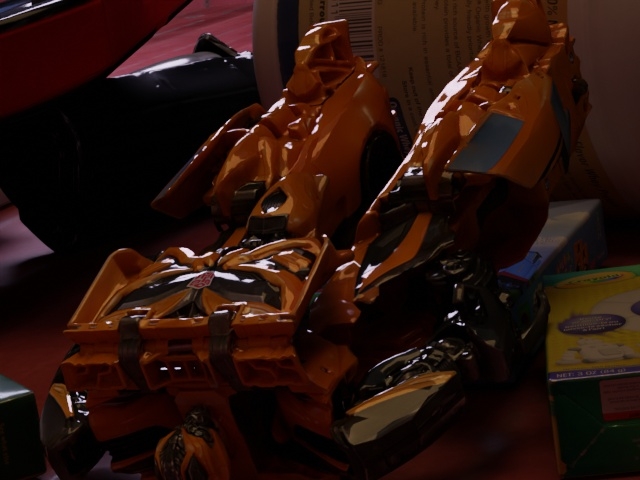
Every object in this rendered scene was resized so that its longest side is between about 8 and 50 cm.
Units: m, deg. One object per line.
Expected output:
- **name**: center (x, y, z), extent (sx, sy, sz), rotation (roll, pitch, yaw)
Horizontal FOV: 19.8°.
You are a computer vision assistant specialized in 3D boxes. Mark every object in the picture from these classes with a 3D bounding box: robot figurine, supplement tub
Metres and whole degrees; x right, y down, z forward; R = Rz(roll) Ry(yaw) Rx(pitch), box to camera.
- **robot figurine**: center (0.000, 0.000, 0.763), extent (0.211, 0.085, 0.291), rotation (-5, 30, 30)
- **supplement tub**: center (0.144, -0.124, 1.069), extent (0.316, 0.228, 0.228), rotation (1, 15, 37)

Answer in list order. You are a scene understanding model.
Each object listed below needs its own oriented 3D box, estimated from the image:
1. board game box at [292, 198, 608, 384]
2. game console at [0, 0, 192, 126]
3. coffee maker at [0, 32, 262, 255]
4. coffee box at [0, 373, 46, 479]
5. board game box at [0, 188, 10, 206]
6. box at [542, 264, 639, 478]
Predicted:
- **board game box**: center (0.041, 0.024, 0.895), extent (0.160, 0.039, 0.211), rotation (-4, 12, 21)
- **game console**: center (-0.276, -0.103, 1.139), extent (0.386, 0.060, 0.342), rotation (-15, 17, 14)
- **coffee maker**: center (-0.111, -0.065, 1.231), extent (0.178, 0.120, 0.171), rotation (-17, 16, -35)
- **coffee box**: center (-0.216, 0.091, 0.747), extent (0.184, 0.040, 0.113), rotation (-15, 14, -29)
- **board game box**: center (-0.358, -0.081, 1.537), extent (0.303, 0.097, 0.224), rotation (-2, 13, 23)
- **box**: center (0.143, 0.042, 0.735), extent (0.105, 0.043, 0.179), rotation (-7, 10, 7)
